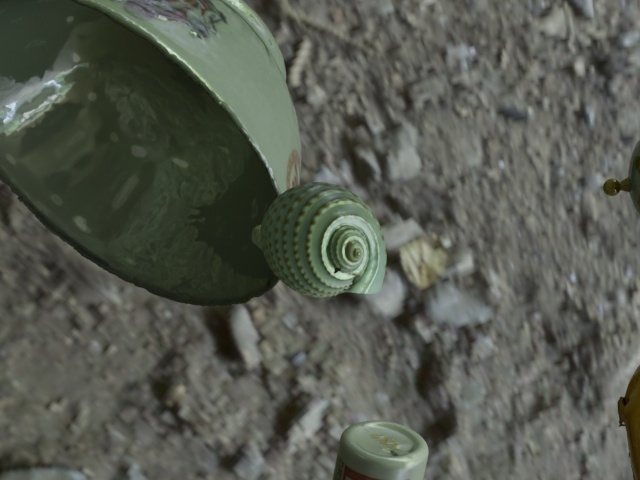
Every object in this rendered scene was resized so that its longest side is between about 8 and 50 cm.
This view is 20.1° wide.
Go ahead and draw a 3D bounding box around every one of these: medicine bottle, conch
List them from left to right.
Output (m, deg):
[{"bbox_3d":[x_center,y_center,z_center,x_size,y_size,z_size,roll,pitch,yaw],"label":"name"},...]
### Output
[{"bbox_3d":[0.002,-0.003,0.945,0.085,0.076,0.057,45,116,50],"label":"conch"},{"bbox_3d":[0.046,0.236,1.595,0.079,0.079,0.140,18,114,17],"label":"medicine bottle"}]

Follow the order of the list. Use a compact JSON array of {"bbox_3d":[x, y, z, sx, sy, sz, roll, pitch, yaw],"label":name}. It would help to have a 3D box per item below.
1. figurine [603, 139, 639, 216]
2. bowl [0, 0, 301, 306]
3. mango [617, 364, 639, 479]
[{"bbox_3d":[0.247,-0.033,1.071,0.143,0.068,0.101,26,112,31],"label":"figurine"},{"bbox_3d":[-0.130,-0.116,1.475,0.337,0.337,0.157,25,56,19],"label":"bowl"},{"bbox_3d":[0.283,0.160,1.412,0.101,0.066,0.187,23,115,54],"label":"mango"}]
